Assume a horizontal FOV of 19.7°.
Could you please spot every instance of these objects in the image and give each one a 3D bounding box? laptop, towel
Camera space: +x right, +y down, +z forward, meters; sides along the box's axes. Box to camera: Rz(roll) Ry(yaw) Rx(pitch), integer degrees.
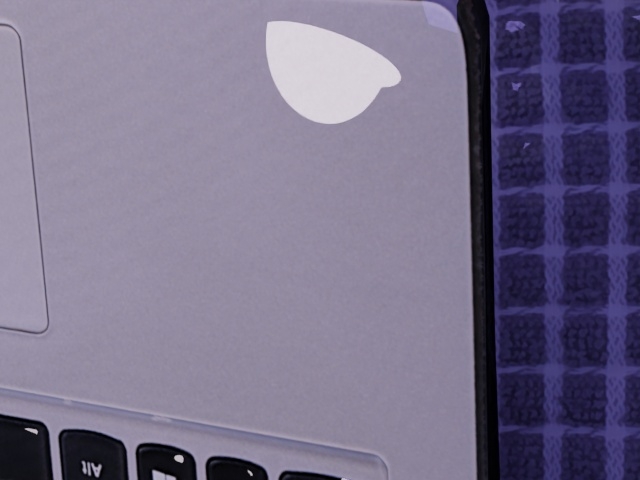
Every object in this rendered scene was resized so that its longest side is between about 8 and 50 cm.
[{"bbox_3d":[-0.173,0.150,0.436,0.382,0.408,0.236,7,21,27],"label":"laptop"},{"bbox_3d":[0.000,0.000,0.562,0.235,0.121,0.283,-2,93,-4],"label":"towel"}]
